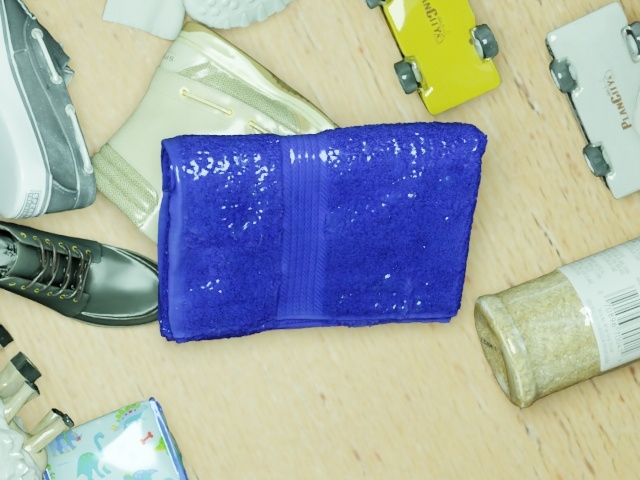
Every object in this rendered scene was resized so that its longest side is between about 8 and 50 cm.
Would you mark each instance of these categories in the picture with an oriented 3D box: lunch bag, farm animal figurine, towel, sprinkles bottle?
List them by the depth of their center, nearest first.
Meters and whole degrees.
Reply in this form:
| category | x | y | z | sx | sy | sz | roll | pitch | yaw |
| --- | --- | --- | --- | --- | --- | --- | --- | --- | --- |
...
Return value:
| category | x | y | z | sx | sy | sz | roll | pitch | yaw |
| --- | --- | --- | --- | --- | --- | --- | --- | --- | --- |
| farm animal figurine | -0.407 | 0.084 | 1.244 | 0.172 | 0.330 | 0.327 | -41 | 121 | -8 |
| towel | 0.000 | 0.000 | 1.286 | 0.308 | 0.076 | 0.227 | -5 | 128 | -14 |
| lunch bag | -0.189 | 0.244 | 1.317 | 0.129 | 0.096 | 0.151 | -22 | 81 | -6 |
| sprinkles bottle | 0.335 | 0.050 | 1.361 | 0.355 | 0.121 | 0.121 | -20 | 90 | -6 |

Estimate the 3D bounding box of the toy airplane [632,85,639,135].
| category | x | y | z | sx | sy | sz | roll | pitch | yaw |
| --- | --- | --- | --- | --- | --- | --- | --- | --- | --- |
| toy airplane | 0.477 | -0.120 | 1.248 | 0.386 | 0.384 | 0.272 | -28 | 122 | -17 |

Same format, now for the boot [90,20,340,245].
| category | x | y | z | sx | sy | sz | roll | pitch | yaw |
| --- | --- | --- | --- | --- | --- | --- | --- | --- | --- |
| boot | -0.082 | -0.061 | 1.338 | 0.262 | 0.095 | 0.203 | 37 | 87 | -6 |

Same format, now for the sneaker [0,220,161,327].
| category | x | y | z | sx | sy | sz | roll | pitch | yaw |
| --- | --- | --- | --- | --- | --- | --- | --- | --- | --- |
| sneaker | -0.246 | 0.035 | 1.306 | 0.222 | 0.118 | 0.083 | 14 | 87 | -5 |

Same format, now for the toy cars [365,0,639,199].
| category | x | y | z | sx | sy | sz | roll | pitch | yaw |
| --- | --- | --- | --- | --- | --- | --- | --- | --- | --- |
| toy cars | 0.199 | -0.186 | 1.376 | 0.394 | 0.087 | 0.176 | 24 | 101 | -8 |

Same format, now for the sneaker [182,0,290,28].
| category | x | y | z | sx | sy | sz | roll | pitch | yaw |
| --- | --- | --- | --- | --- | --- | --- | --- | --- | --- |
| sneaker | -0.049 | -0.301 | 1.354 | 0.235 | 0.090 | 0.095 | -39 | 56 | -11 |

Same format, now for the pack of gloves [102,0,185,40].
| category | x | y | z | sx | sy | sz | roll | pitch | yaw |
| --- | --- | --- | --- | --- | --- | --- | --- | --- | --- |
| pack of gloves | -0.208 | -0.321 | 1.310 | 0.195 | 0.046 | 0.232 | 15 | 113 | -3 |

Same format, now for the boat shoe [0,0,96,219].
| category | x | y | z | sx | sy | sz | roll | pitch | yaw |
| --- | --- | --- | --- | --- | --- | --- | --- | --- | --- |
| boat shoe | -0.290 | -0.162 | 1.311 | 0.102 | 0.108 | 0.301 | -7 | 65 | -38 |
